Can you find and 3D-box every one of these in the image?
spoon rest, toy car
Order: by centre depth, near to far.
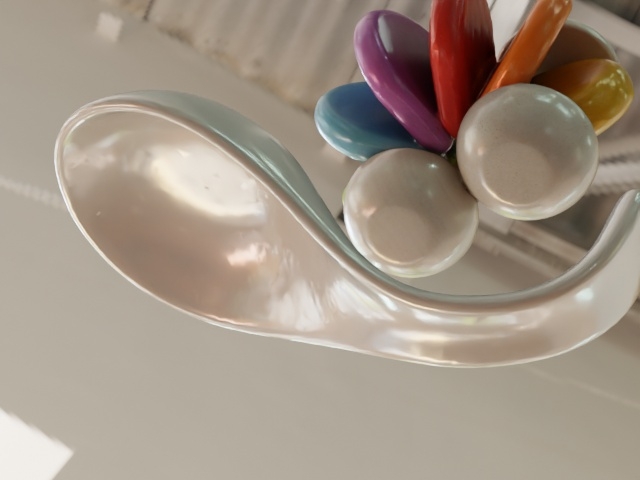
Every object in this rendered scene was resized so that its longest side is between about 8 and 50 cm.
[{"bbox_3d":[0.000,0.000,0.674,0.276,0.084,0.137,9,-44,22],"label":"spoon rest"},{"bbox_3d":[0.075,-0.077,0.847,0.182,0.159,0.136,-28,-74,28],"label":"toy car"}]
